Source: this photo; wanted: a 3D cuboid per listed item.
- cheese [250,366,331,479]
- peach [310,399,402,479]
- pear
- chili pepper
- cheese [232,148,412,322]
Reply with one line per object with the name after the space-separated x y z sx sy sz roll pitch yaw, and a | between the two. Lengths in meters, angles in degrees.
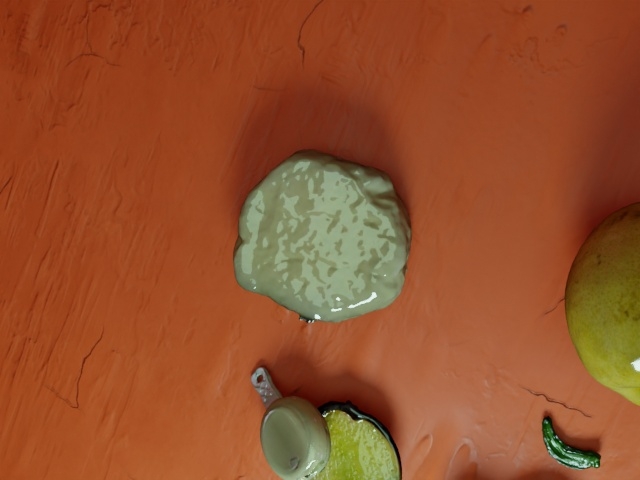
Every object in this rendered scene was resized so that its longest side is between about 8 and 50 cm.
-0.067 0.327 1.235 0.137 0.064 0.227 -49 53 18 | cheese
0.063 0.427 1.233 0.189 0.068 0.279 -6 87 23 | peach
0.519 0.093 1.004 0.315 0.314 0.314 1 94 12 | pear
0.428 0.363 1.179 0.118 0.035 0.055 37 88 17 | chili pepper
0.000 0.000 1.203 0.327 0.115 0.317 -29 88 14 | cheese
